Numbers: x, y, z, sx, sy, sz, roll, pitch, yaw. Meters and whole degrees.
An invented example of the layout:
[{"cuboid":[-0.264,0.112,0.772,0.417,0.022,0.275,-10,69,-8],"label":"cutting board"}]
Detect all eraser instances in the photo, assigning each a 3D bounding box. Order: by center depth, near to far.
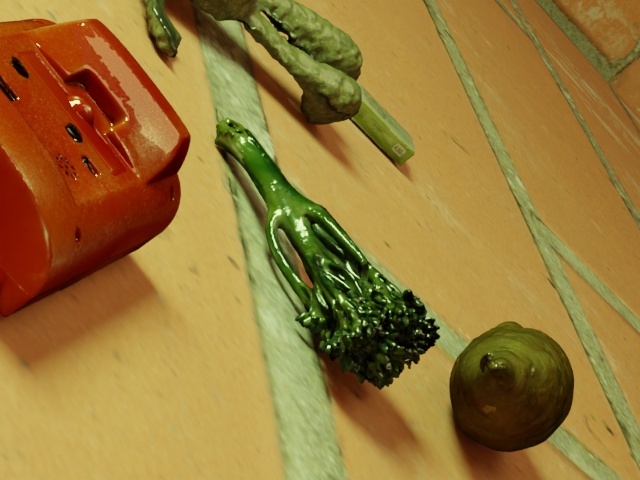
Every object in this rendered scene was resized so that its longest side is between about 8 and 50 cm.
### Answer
[{"cuboid":[0.039,-0.097,1.235,0.083,0.019,0.038,44,19,-25],"label":"eraser"}]

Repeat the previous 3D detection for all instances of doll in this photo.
[{"cuboid":[-0.070,-0.193,1.029,0.286,0.091,0.202,11,75,-50],"label":"doll"}]

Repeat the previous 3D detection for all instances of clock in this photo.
[{"cuboid":[-0.114,-0.041,0.626,0.113,0.061,0.155,52,18,0],"label":"clock"}]

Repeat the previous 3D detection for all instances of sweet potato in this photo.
[{"cuboid":[0.117,0.087,0.962,0.075,0.075,0.269,53,7,4],"label":"sweet potato"}]

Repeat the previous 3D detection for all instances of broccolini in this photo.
[{"cuboid":[-0.011,0.007,0.860,0.201,0.058,0.074,44,-6,37],"label":"broccolini"}]
